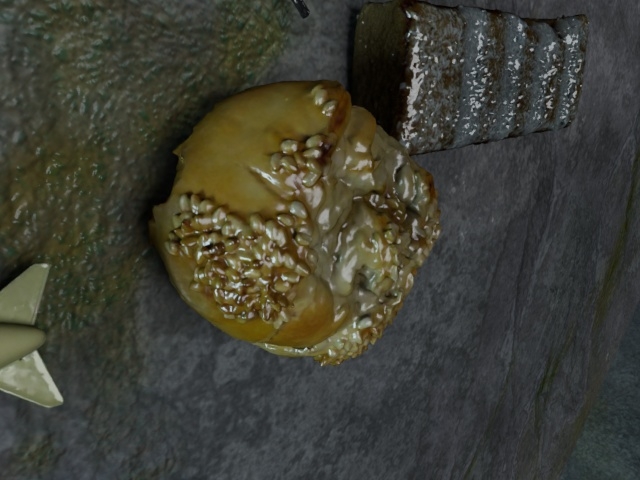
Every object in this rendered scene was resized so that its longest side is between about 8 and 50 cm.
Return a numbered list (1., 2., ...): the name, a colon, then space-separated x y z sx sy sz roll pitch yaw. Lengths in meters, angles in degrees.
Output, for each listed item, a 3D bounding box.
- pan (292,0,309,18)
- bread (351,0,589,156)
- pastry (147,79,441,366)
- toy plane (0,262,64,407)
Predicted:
1. pan: -0.049 -0.251 0.484 0.068 0.023 0.115 -55 131 -16
2. bread: 0.211 -0.214 0.689 0.416 0.113 0.165 -17 114 -39
3. pastry: 0.000 0.000 0.515 0.311 0.162 0.255 35 88 -43
4. toy plane: -0.279 0.078 0.314 0.244 0.092 0.229 -6 89 -55
